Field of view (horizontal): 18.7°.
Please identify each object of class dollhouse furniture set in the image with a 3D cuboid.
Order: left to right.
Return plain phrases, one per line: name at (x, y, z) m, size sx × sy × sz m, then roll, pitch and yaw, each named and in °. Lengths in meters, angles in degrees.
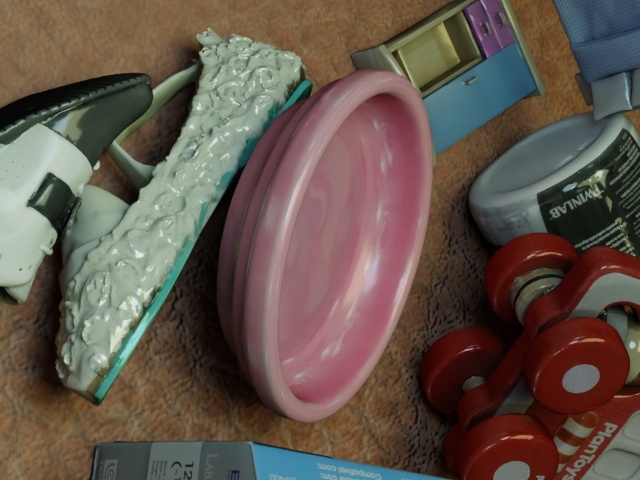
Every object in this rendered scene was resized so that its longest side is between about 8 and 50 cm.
dollhouse furniture set at (0.199, -0.231, 1.924) m, size 0.198 × 0.303 × 0.286 m, roll -34°, pitch 105°, yaw -38°

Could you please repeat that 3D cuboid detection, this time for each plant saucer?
plant saucer at (0.000, 0.000, 1.794) m, size 0.332 × 0.084 × 0.332 m, roll -43°, pitch 141°, yaw -50°

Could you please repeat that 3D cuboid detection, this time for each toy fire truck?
toy fire truck at (0.262, 0.144, 1.925) m, size 0.254 × 0.302 × 0.169 m, roll 19°, pitch 30°, yaw -28°

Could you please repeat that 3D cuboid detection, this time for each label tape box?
label tape box at (-0.003, 0.239, 1.661) m, size 0.249 × 0.348 × 0.115 m, roll 16°, pitch 74°, yaw -37°

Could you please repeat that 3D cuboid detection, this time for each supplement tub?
supplement tub at (0.306, 0.038, 2.045) m, size 0.193 × 0.194 × 0.316 m, roll -43°, pitch 111°, yaw -35°

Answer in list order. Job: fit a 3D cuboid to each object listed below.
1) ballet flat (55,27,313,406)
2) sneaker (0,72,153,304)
ballet flat at (-0.152, -0.034, 1.744) m, size 0.147 × 0.147 × 0.409 m, roll 48°, pitch 54°, yaw -24°
sneaker at (-0.263, -0.029, 1.645) m, size 0.330 × 0.122 × 0.146 m, roll -34°, pitch 109°, yaw -29°
